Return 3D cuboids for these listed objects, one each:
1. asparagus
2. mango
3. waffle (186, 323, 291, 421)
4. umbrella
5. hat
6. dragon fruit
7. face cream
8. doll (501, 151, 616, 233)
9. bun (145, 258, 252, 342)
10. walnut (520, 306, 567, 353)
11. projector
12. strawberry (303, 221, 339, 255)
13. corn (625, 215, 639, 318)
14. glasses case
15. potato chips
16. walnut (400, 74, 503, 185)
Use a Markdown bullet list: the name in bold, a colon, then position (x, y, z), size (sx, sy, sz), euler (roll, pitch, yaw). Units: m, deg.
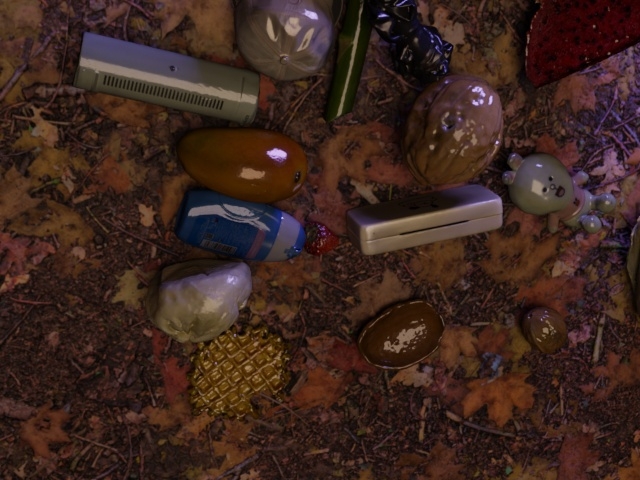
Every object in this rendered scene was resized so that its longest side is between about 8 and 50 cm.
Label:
- **asparagus**: position (0.061, -0.363, 1.687), size (0.067, 0.060, 0.277), euler (-9, 116, -49)
- **mango**: position (-0.149, -0.148, 1.648), size (0.255, 0.175, 0.139), euler (4, 108, -15)
- **waffle**: position (-0.176, 0.290, 1.863), size (0.229, 0.051, 0.231), euler (6, 106, -13)
- **umbrella**: position (0.159, -0.410, 1.632), size (0.122, 0.110, 0.272), euler (-43, 133, -1)
- **hat**: position (-0.051, -0.433, 1.588), size (0.232, 0.161, 0.275), euler (10, 102, -21)
- **dragon fruit**: position (0.551, -0.465, 1.722), size (0.317, 0.152, 0.205), euler (-22, 93, 35)
- **face cream**: position (-0.155, -0.025, 1.733), size (0.264, 0.083, 0.149), euler (16, 128, -18)
- **doll**: position (0.503, -0.104, 1.869), size (0.275, 0.113, 0.155), euler (24, 92, -13)
- **bun**: position (-0.239, 0.122, 1.695), size (0.229, 0.229, 0.145), euler (-10, 100, -11)
- **walnut**: position (0.519, 0.209, 1.981), size (0.105, 0.105, 0.124), euler (-35, 114, 0)
- **projector**: position (-0.285, -0.300, 1.598), size (0.337, 0.108, 0.108), euler (10, 106, -17)
- **strawberry**: position (0.000, 0.000, 1.799), size (0.083, 0.073, 0.073), euler (20, 104, -44)
- **corn**: position (0.794, 0.065, 1.984), size (0.122, 0.123, 0.305), euler (-24, 114, -28)
- **glasses case**: position (0.218, -0.046, 1.800), size (0.313, 0.131, 0.070), euler (-11, 110, -10)
- **potato chips**: position (0.182, 0.212, 1.924), size (0.202, 0.049, 0.150), euler (-31, 108, 0)
- **walnut**: position (0.267, -0.220, 1.719), size (0.198, 0.198, 0.245), euler (31, 91, -21)
